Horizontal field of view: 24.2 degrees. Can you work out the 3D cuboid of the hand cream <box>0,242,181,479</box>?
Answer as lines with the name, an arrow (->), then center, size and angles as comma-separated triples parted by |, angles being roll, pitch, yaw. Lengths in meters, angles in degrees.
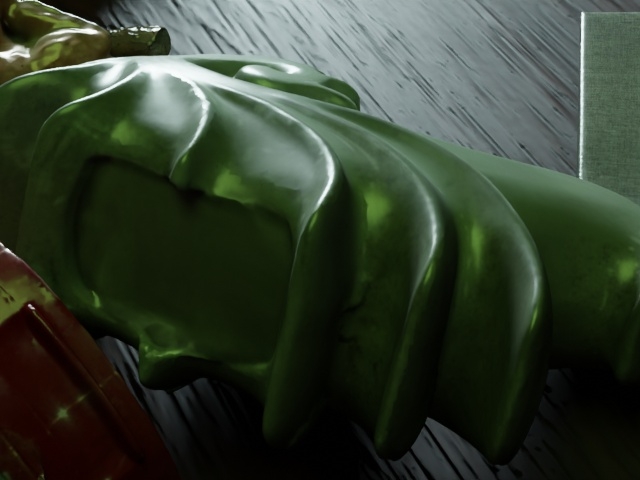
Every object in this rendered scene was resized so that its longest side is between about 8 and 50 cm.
hand cream -> -0.192, 0.114, 0.781 | 0.149, 0.230, 0.230 | -37, 48, -22

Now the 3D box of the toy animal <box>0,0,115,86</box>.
toy animal -> -0.197, -0.067, 0.957 | 0.184, 0.104, 0.185 | 30, 40, 1

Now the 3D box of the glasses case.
glasses case -> 0.205, -0.074, 0.993 | 0.070, 0.047, 0.205 | 1, 45, 9

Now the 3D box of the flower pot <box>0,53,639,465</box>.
flower pot -> 0.000, 0.000, 0.846 | 0.367, 0.165, 0.254 | 22, 22, 28

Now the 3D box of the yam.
yam -> -0.191, -0.155, 1.189 | 0.145, 0.032, 0.032 | 1, 46, 16
